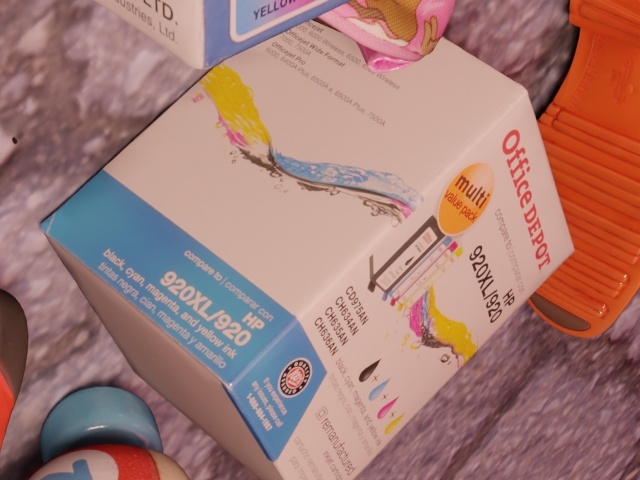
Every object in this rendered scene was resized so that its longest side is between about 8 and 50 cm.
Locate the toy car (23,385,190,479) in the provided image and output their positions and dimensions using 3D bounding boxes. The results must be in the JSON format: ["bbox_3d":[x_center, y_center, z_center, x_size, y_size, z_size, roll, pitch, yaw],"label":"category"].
[{"bbox_3d":[-0.200,0.203,1.003,0.238,0.219,0.210,9,117,-22],"label":"toy car"}]

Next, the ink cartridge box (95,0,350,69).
[{"bbox_3d":[-0.071,-0.293,0.584,0.151,0.270,0.395,-33,142,-31],"label":"ink cartridge box"}]

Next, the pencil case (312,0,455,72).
[{"bbox_3d":[0.070,-0.278,0.876,0.386,0.167,0.160,-60,167,11],"label":"pencil case"}]

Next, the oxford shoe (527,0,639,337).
[{"bbox_3d":[0.234,-0.091,1.286,0.132,0.130,0.364,-28,141,-45],"label":"oxford shoe"}]

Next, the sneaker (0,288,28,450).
[{"bbox_3d":[-0.222,0.133,0.869,0.145,0.090,0.270,29,58,-53],"label":"sneaker"}]

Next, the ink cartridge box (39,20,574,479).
[{"bbox_3d":[0.000,0.000,1.037,0.232,0.168,0.171,-45,145,-14],"label":"ink cartridge box"}]
